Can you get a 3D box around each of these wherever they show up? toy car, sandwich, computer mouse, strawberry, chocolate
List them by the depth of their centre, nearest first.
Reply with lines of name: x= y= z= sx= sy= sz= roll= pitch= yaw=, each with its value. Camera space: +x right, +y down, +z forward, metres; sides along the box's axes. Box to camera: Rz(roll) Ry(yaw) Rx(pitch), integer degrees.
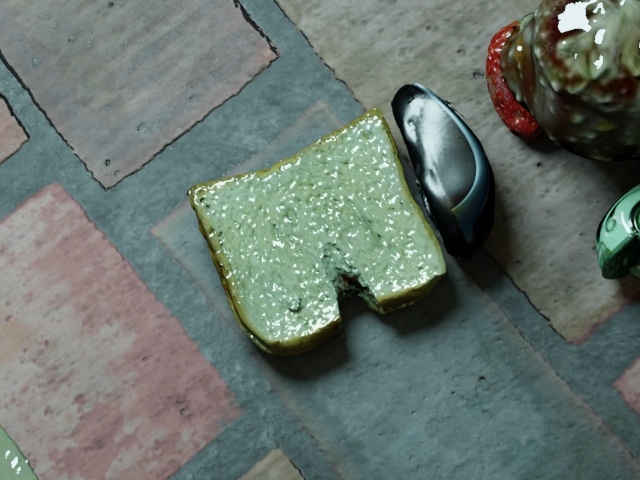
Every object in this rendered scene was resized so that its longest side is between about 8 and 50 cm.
chocolate: x=0.378 y=-0.217 z=1.283 sx=0.340 sy=0.210 sz=0.225 roll=-3 pitch=80 yaw=5
toy car: x=0.459 y=-0.068 z=1.420 sx=0.305 sy=0.136 sz=0.125 roll=-29 pitch=66 yaw=-2
computer mouse: x=0.162 y=-0.092 z=1.431 sx=0.096 sy=0.137 sz=0.233 roll=-19 pitch=77 yaw=3
sandwich: x=0.000 y=0.000 z=1.444 sx=0.273 sy=0.095 sz=0.249 roll=-24 pitch=82 yaw=-3
strawberry: x=0.265 y=-0.213 z=1.461 sx=0.131 sy=0.131 sz=0.148 roll=30 pitch=84 yaw=8

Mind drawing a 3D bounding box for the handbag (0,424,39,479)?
handbag: x=-0.515 y=0.303 z=1.398 sx=0.315 sy=0.109 sz=0.253 roll=-34 pitch=76 yaw=2
